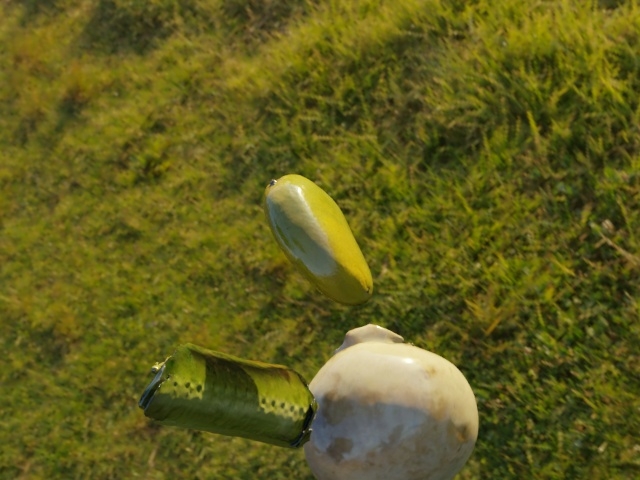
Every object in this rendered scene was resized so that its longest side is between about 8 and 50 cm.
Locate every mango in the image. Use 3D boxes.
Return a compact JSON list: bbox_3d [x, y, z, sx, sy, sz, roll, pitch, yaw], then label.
[{"bbox_3d":[-0.002,-0.002,1.200,0.085,0.122,0.191,-39,74,8],"label":"mango"}]

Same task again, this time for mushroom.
[{"bbox_3d":[0.107,0.279,1.567,0.297,0.297,0.290,-36,24,16],"label":"mushroom"}]

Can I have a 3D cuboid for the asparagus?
[{"bbox_3d":[-0.128,0.203,1.262,0.108,0.382,0.128,-39,58,17],"label":"asparagus"}]
